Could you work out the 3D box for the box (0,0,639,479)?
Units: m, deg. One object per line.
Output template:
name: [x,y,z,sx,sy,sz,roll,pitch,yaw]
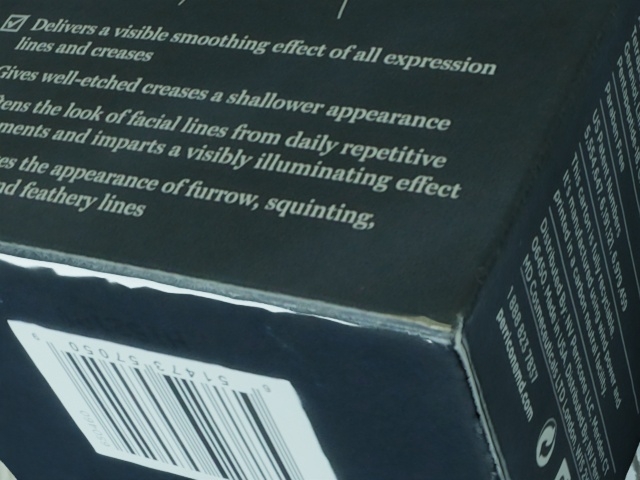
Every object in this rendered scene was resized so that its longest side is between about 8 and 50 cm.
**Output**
box: [0.027,-0.065,0.697,0.294,0.212,0.395,10,53,29]
